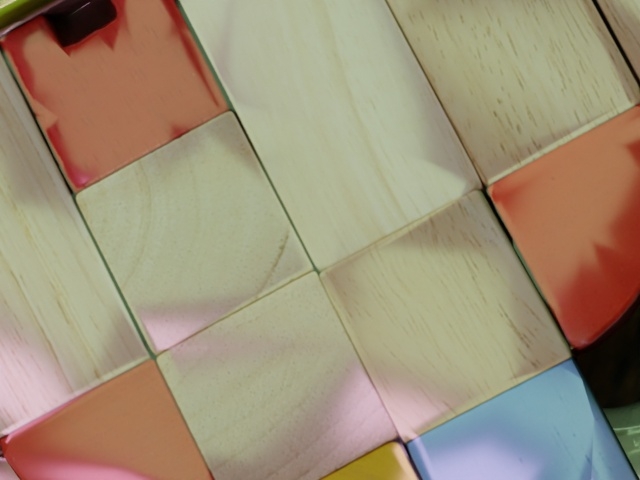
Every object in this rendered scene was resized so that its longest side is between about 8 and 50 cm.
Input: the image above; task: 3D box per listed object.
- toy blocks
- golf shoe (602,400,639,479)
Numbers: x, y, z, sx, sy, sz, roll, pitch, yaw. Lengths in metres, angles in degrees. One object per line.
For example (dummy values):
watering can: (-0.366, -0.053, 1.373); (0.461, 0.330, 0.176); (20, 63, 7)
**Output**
toy blocks: (0.000, 0.000, 0.506); (0.381, 0.191, 0.261); (-28, 81, 5)
golf shoe: (0.107, 0.111, 0.607); (0.306, 0.115, 0.140); (-25, 72, 7)
